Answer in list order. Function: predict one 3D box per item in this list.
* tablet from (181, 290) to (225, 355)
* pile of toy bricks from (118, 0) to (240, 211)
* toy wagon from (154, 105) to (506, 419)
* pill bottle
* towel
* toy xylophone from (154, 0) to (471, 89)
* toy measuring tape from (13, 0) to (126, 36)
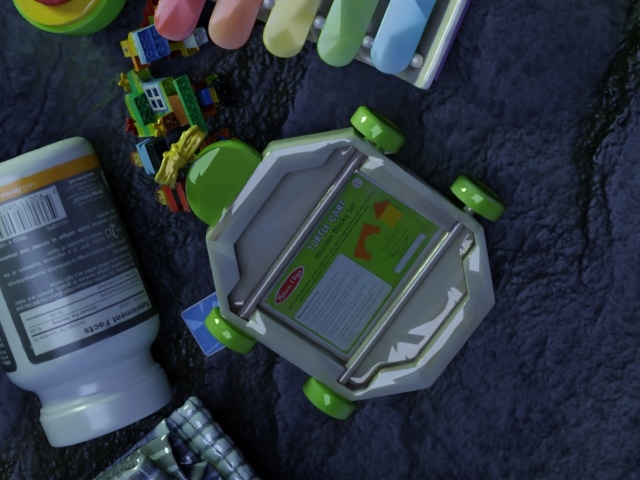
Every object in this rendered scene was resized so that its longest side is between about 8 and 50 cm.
[{"bbox_3d":[-0.095,0.077,1.704,0.083,0.006,0.054,-31,92,14],"label":"tablet"},{"bbox_3d":[-0.157,-0.127,1.649,0.105,0.118,0.212,-1,113,49],"label":"pile of toy bricks"},{"bbox_3d":[0.000,0.000,1.607,0.344,0.068,0.267,34,102,-10],"label":"toy wagon"},{"bbox_3d":[-0.255,0.051,1.650,0.162,0.162,0.278,-19,95,12],"label":"pill bottle"},{"bbox_3d":[-0.156,0.325,1.649,0.283,0.121,0.235,-40,86,37],"label":"towel"},{"bbox_3d":[-0.011,-0.280,1.573,0.322,0.081,0.236,13,100,-7],"label":"toy xylophone"},{"bbox_3d":[-0.302,-0.246,1.644,0.330,0.121,0.121,-9,97,18],"label":"toy measuring tape"}]
